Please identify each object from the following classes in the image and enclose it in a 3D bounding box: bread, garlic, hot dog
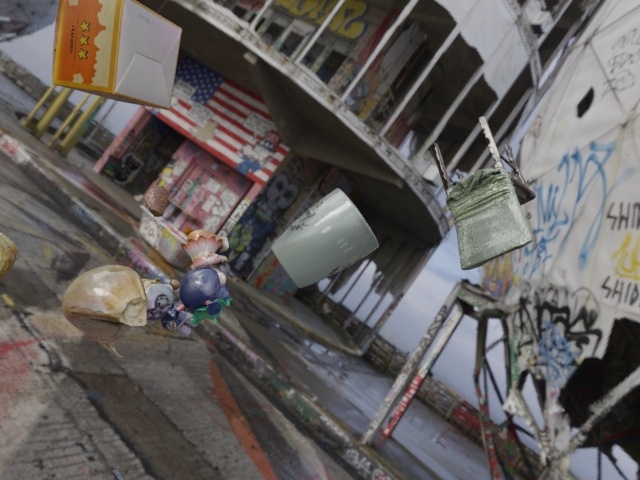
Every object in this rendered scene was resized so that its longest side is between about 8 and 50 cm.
[{"bbox_3d":[-0.934,0.083,1.346,0.106,0.236,0.140,47,9,-29],"label":"bread"},{"bbox_3d":[-0.427,0.140,0.997,0.164,0.145,0.245,51,-40,4],"label":"garlic"},{"bbox_3d":[-0.410,-0.097,1.244,0.035,0.083,0.058,-13,-35,26],"label":"hot dog"}]

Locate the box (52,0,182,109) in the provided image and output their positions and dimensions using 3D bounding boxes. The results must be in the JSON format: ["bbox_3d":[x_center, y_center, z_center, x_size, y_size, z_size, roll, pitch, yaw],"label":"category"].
[{"bbox_3d":[-0.578,-0.537,1.425,0.213,0.260,0.283,14,9,14],"label":"box"}]

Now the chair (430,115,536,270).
[{"bbox_3d":[0.363,-0.082,1.059,0.186,0.160,0.319,25,47,-47],"label":"chair"}]

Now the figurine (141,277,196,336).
[{"bbox_3d":[-0.548,0.250,1.724,0.133,0.193,0.274,37,-30,51],"label":"figurine"}]

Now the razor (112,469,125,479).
[{"bbox_3d":[-0.427,0.605,1.165,0.066,0.033,0.190,20,-32,43],"label":"razor"}]

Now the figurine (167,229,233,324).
[{"bbox_3d":[-0.234,0.072,0.975,0.102,0.111,0.195,33,39,-55],"label":"figurine"}]

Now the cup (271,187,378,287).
[{"bbox_3d":[0.000,0.000,1.313,0.186,0.234,0.258,55,0,-9],"label":"cup"}]
